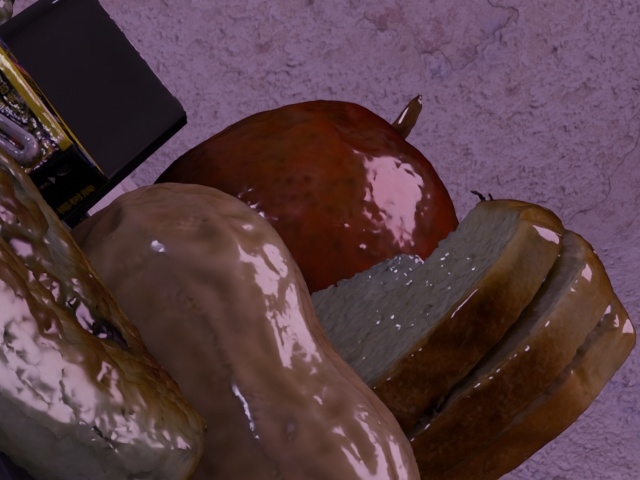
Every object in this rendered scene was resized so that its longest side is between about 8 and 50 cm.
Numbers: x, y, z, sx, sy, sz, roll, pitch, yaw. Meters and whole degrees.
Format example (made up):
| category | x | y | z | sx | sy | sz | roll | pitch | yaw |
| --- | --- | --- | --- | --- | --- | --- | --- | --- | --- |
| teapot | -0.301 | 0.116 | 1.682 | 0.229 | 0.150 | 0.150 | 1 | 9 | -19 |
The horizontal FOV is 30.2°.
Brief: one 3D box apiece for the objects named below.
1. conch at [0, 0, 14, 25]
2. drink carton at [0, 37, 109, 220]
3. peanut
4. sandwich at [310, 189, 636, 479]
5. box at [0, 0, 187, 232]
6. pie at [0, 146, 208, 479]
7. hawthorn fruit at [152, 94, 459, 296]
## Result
| category | x | y | z | sx | sy | sz | roll | pitch | yaw |
| --- | --- | --- | --- | --- | --- | --- | --- | --- | --- |
| conch | -0.303 | -0.239 | 0.972 | 0.187 | 0.124 | 0.181 | 125 | -31 | -56 |
| drink carton | -0.180 | -0.072 | 0.584 | 0.166 | 0.071 | 0.056 | 49 | -1 | 25 |
| peanut | -0.040 | 0.064 | 0.555 | 0.257 | 0.123 | 0.123 | 50 | -3 | 32 |
| sandwich | 0.037 | 0.074 | 0.738 | 0.099 | 0.254 | 0.288 | 50 | -5 | -16 |
| box | -0.192 | -0.105 | 0.918 | 0.163 | 0.135 | 0.243 | 52 | -4 | -5 |
| pie | -0.120 | 0.003 | 0.422 | 0.240 | 0.054 | 0.240 | 53 | -5 | 6 |
| hawthorn fruit | 0.000 | 0.000 | 0.990 | 0.277 | 0.298 | 0.277 | 33 | -7 | 4 |
